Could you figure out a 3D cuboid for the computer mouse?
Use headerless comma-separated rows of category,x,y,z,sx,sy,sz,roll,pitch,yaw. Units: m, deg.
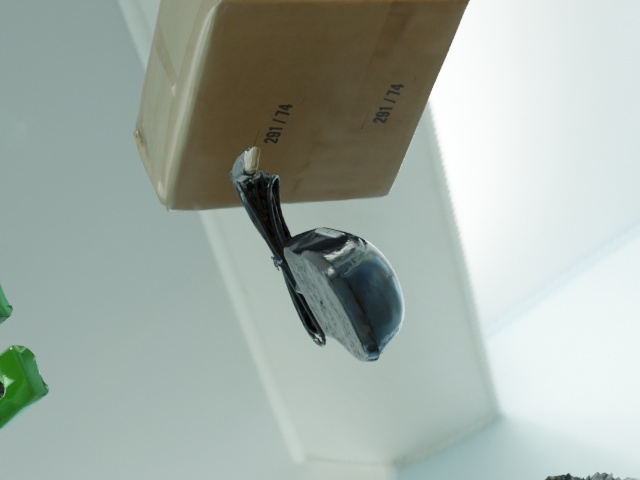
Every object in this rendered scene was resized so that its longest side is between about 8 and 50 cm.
computer mouse,0.000,0.000,1.100,0.060,0.262,0.184,-28,-85,-10

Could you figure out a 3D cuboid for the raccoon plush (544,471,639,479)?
raccoon plush,0.212,0.440,1.642,0.299,0.447,0.216,58,-150,-51

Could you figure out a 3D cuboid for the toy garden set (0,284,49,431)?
toy garden set,-0.319,0.072,1.070,0.204,0.244,0.049,-38,-23,21

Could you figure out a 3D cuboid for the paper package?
paper package,-0.030,-0.202,1.574,0.310,0.168,0.324,-4,-42,-22
